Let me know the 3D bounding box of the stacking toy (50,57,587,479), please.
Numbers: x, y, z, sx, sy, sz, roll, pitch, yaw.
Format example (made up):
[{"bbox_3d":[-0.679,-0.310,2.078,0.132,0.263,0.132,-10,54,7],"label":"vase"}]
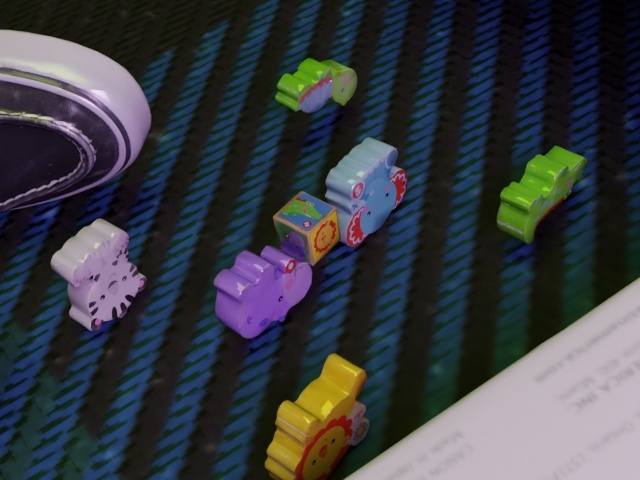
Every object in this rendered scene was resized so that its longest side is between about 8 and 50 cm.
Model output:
[{"bbox_3d":[0.000,0.000,0.539,0.167,0.052,0.221,29,57,31],"label":"stacking toy"}]

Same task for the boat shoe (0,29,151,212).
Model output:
[{"bbox_3d":[-0.238,-0.033,0.582,0.301,0.108,0.102,-4,47,13],"label":"boat shoe"}]

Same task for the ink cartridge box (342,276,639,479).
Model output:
[{"bbox_3d":[0.184,0.150,0.264,0.308,0.091,0.385,-33,44,-2],"label":"ink cartridge box"}]
